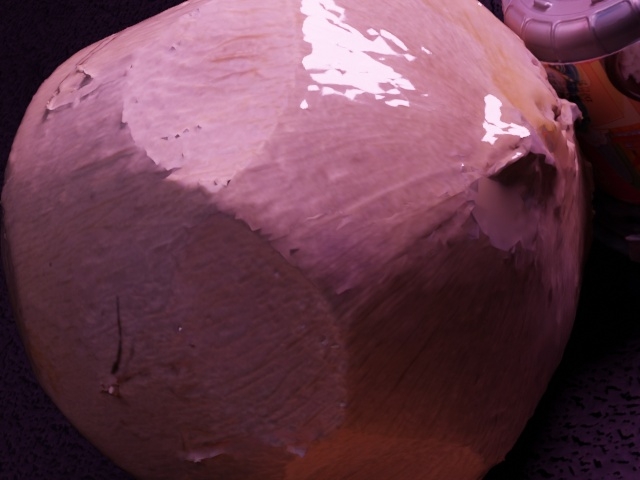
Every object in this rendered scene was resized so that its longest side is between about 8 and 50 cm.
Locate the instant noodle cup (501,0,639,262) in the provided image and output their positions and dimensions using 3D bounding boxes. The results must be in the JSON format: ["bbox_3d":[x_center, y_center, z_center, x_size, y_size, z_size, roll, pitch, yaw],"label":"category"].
[{"bbox_3d":[0.232,-0.137,1.220,0.258,0.181,0.302,-30,34,22],"label":"instant noodle cup"}]

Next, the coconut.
[{"bbox_3d":[0.000,0.000,1.165,0.360,0.346,0.346,-10,44,44],"label":"coconut"}]
